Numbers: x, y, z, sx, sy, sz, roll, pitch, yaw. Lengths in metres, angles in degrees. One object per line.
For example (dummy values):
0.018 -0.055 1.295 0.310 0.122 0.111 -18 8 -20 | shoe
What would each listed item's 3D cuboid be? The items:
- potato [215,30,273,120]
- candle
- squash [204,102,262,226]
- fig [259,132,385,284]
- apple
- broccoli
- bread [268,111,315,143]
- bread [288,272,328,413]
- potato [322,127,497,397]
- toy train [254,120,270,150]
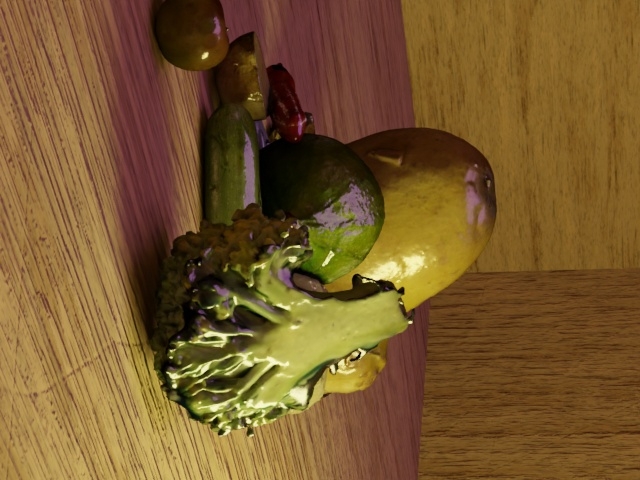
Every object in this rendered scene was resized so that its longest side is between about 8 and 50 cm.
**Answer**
-0.100 -0.207 1.720 0.096 0.066 0.103 -91 172 -62 | potato
-0.050 -0.188 1.844 0.329 0.048 0.051 -109 175 -72 | candle
-0.104 -0.045 1.653 0.069 0.069 0.239 22 64 -79 | squash
-0.031 -0.022 1.732 0.235 0.203 0.203 -47 134 -65 | fig
-0.135 -0.226 1.489 0.089 0.074 0.089 -3 90 -82 | apple
-0.063 0.065 1.460 0.180 0.273 0.242 46 -31 51 | broccoli
-0.043 -0.141 2.050 0.113 0.060 0.082 -55 141 -71 | bread
-0.054 0.128 1.718 0.148 0.134 0.141 53 35 -56 | bread
0.111 0.022 2.066 0.290 0.296 0.397 40 50 -54 | potato
-0.071 -0.065 1.898 0.052 0.051 0.234 -55 142 -80 | toy train
